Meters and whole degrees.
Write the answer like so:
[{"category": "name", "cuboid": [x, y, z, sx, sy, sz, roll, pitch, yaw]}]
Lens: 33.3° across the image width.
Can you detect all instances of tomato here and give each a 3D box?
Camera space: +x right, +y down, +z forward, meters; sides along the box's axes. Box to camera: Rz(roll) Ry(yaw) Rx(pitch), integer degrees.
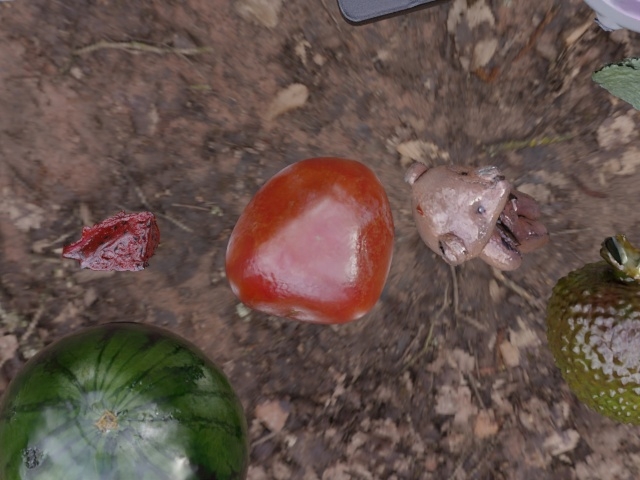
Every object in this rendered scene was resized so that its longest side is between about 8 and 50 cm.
[{"category": "tomato", "cuboid": [-0.005, -0.007, 1.061, 0.166, 0.082, 0.174, 12, 81, -3]}]

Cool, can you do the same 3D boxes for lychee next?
[{"category": "lychee", "cuboid": [0.491, 0.143, 1.710, 0.270, 0.270, 0.319, -1, 93, 7]}]

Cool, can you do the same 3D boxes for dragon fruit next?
[{"category": "dragon fruit", "cuboid": [-0.299, -0.006, 1.520, 0.131, 0.097, 0.063, 2, 118, 0]}]

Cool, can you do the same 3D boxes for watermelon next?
[{"category": "watermelon", "cuboid": [-0.185, 0.194, 1.013, 0.242, 0.242, 0.242, 0, 92, 7]}]

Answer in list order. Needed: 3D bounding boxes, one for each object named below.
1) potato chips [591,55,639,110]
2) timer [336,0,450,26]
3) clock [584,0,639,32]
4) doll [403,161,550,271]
[{"category": "potato chips", "cuboid": [0.409, -0.142, 1.205, 0.228, 0.167, 0.059, 42, 69, 17]}, {"category": "timer", "cuboid": [0.108, -0.421, 1.659, 0.187, 0.055, 0.144, -15, 84, 1]}, {"category": "clock", "cuboid": [0.318, -0.284, 0.955, 0.228, 0.248, 0.090, 30, 68, 3]}, {"category": "doll", "cuboid": [0.289, -0.056, 1.773, 0.156, 0.303, 0.201, -49, 54, 41]}]
